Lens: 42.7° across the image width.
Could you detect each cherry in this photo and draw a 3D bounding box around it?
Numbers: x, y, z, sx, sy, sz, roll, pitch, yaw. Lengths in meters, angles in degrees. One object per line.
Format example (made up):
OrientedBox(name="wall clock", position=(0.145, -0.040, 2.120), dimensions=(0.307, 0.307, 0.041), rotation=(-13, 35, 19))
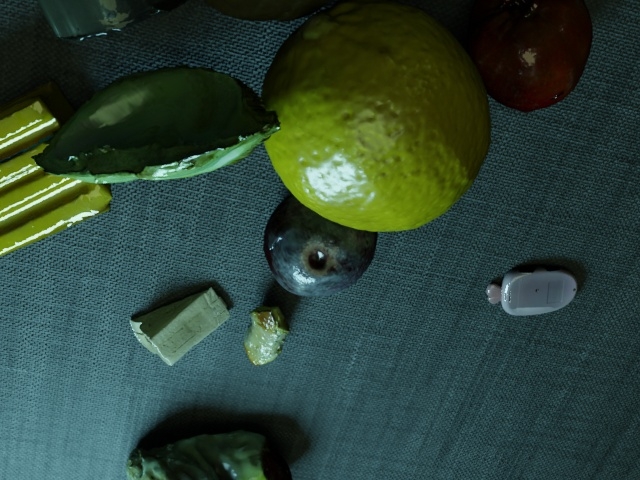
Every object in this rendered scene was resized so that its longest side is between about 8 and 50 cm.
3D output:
OrientedBox(name="cherry", position=(0.001, 0.004, 1.311), dimensions=(0.195, 0.195, 0.195), rotation=(-2, 121, -3))

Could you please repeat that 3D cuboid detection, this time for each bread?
OrientedBox(name="bread", position=(-0.252, 0.143, 1.470), dimensions=(0.152, 0.105, 0.077), rotation=(-38, 120, -18))

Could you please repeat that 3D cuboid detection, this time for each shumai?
OrientedBox(name="shumai", position=(-0.199, 0.482, 1.611), dimensions=(0.263, 0.304, 0.309), rotation=(-33, 122, -24))

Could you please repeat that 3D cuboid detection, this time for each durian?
OrientedBox(name="durian", position=(-0.217, -0.154, 1.097), dimensions=(0.394, 0.198, 0.163), rotation=(4, 102, 33))

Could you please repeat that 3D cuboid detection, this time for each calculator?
OrientedBox(name="calculator", position=(0.383, 0.092, 1.481), dimensions=(0.166, 0.024, 0.103), rotation=(-5, 121, -2))

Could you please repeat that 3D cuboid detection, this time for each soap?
OrientedBox(name="soap", position=(-0.503, -0.089, 1.273), dimensions=(0.324, 0.096, 0.204), rotation=(-23, 119, 10))

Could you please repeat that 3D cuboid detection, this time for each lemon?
OrientedBox(name="lemon", position=(0.075, -0.167, 1.135), dimensions=(0.336, 0.336, 0.336), rotation=(-2, 121, -3))

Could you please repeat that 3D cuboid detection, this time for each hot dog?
OrientedBox(name="hot dog", position=(-0.093, 0.158, 1.467), dimensions=(0.078, 0.061, 0.169), rotation=(37, 139, 11))

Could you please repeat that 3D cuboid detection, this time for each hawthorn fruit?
OrientedBox(name="hawthorn fruit", position=(0.305, -0.270, 1.177), dimensions=(0.185, 0.185, 0.202), rotation=(-25, 135, 11))

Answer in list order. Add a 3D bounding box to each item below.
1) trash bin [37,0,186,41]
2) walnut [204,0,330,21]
OrientedBox(name="trash bin", position=(-0.310, -0.427, 1.026), dimensions=(0.252, 0.203, 0.301), rotation=(8, 132, 39))
OrientedBox(name="walnut", position=(-0.046, -0.403, 1.038), dimensions=(0.283, 0.283, 0.227), rotation=(-25, 76, 10))
